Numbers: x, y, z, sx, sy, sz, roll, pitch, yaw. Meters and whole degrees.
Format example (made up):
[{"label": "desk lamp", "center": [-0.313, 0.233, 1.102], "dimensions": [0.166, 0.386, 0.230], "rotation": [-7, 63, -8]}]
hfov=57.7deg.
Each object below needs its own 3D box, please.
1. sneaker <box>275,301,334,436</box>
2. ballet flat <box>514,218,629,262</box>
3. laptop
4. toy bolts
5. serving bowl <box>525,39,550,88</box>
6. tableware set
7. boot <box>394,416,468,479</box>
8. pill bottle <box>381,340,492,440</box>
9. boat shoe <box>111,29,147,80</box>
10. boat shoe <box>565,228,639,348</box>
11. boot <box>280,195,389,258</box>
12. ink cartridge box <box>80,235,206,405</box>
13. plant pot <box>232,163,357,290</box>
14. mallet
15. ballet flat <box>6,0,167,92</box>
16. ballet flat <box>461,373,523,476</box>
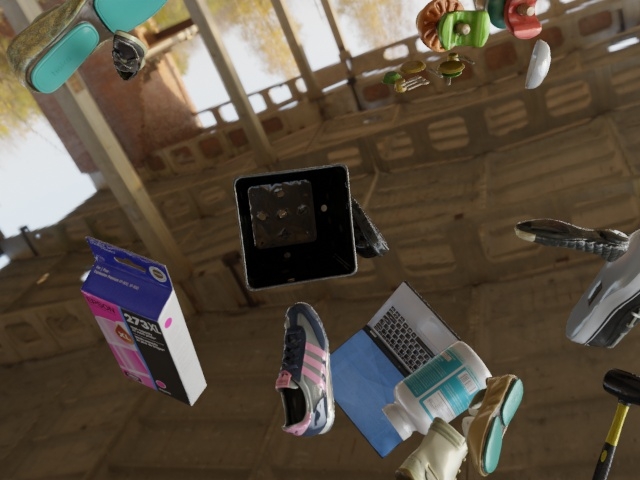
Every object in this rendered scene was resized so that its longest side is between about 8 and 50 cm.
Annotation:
[{"label": "sneaker", "center": [-0.051, 0.298, 1.371], "dimensions": [0.112, 0.319, 0.131], "rotation": [-25, 157, 36]}, {"label": "ballet flat", "center": [0.367, 0.003, 0.850], "dimensions": [0.173, 0.049, 0.057], "rotation": [10, -146, -4]}, {"label": "laptop", "center": [0.247, 0.428, 1.940], "dimensions": [0.236, 0.382, 0.408], "rotation": [-22, 153, -48]}, {"label": "toy bolts", "center": [0.300, -0.476, 1.115], "dimensions": [0.228, 0.218, 0.158], "rotation": [-8, -150, -19]}, {"label": "serving bowl", "center": [0.383, -0.306, 1.015], "dimensions": [0.027, 0.083, 0.083], "rotation": [13, -144, 11]}, {"label": "tableware set", "center": [0.196, -0.309, 1.072], "dimensions": [0.154, 0.024, 0.104], "rotation": [-25, -139, -14]}, {"label": "boot", "center": [0.258, 0.487, 1.178], "dimensions": [0.165, 0.213, 0.077], "rotation": [-43, -168, -36]}, {"label": "pill bottle", "center": [0.283, 0.377, 1.434], "dimensions": [0.264, 0.146, 0.146], "rotation": [-34, -154, -4]}, {"label": "boat shoe", "center": [-0.331, -0.313, 1.001], "dimensions": [0.152, 0.056, 0.049], "rotation": [162, -51, -79]}, {"label": "boat shoe", "center": [0.561, 0.100, 1.047], "dimensions": [0.105, 0.306, 0.113], "rotation": [18, -138, 5]}, {"label": "boot", "center": [0.002, 0.002, 1.459], "dimensions": [0.260, 0.131, 0.348], "rotation": [-41, -145, 3]}, {"label": "ink cartridge box", "center": [-0.330, 0.163, 1.085], "dimensions": [0.175, 0.371, 0.069], "rotation": [18, -134, 20]}, {"label": "plant pot", "center": [-0.053, -0.036, 1.016], "dimensions": [0.188, 0.187, 0.167], "rotation": [-8, -168, -9]}, {"label": "mallet", "center": [0.394, 0.268, 0.800], "dimensions": [0.062, 0.039, 0.190], "rotation": [32, -78, 58]}, {"label": "ballet flat", "center": [-0.426, -0.414, 1.064], "dimensions": [0.348, 0.123, 0.123], "rotation": [-45, -150, -11]}, {"label": "ballet flat", "center": [0.279, 0.307, 0.980], "dimensions": [0.073, 0.080, 0.232], "rotation": [-2, -160, 34]}]
